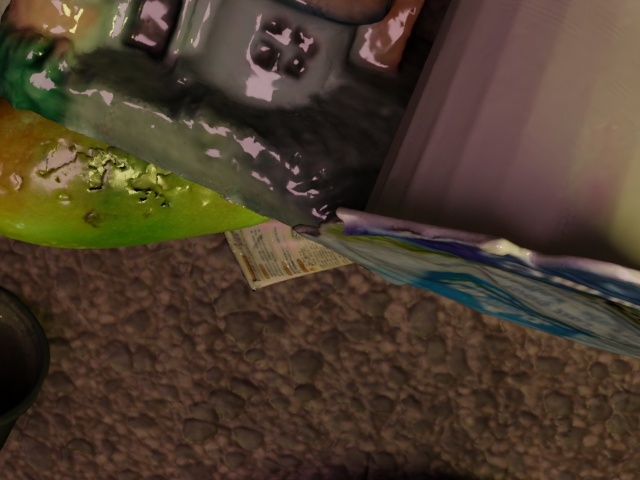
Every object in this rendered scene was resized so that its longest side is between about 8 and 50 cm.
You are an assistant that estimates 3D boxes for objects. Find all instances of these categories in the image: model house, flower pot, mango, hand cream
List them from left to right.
[{"bbox_3d":[-0.291,0.112,1.129,0.157,0.157,0.107,24,132,0],"label":"flower pot"},{"bbox_3d":[-0.130,-0.051,1.005,0.233,0.125,0.111,2,75,-10],"label":"mango"},{"bbox_3d":[-0.021,-0.207,0.882,0.267,0.194,0.325,23,115,1],"label":"model house"},{"bbox_3d":[0.000,0.000,1.069,0.143,0.039,0.061,-10,121,27],"label":"hand cream"}]

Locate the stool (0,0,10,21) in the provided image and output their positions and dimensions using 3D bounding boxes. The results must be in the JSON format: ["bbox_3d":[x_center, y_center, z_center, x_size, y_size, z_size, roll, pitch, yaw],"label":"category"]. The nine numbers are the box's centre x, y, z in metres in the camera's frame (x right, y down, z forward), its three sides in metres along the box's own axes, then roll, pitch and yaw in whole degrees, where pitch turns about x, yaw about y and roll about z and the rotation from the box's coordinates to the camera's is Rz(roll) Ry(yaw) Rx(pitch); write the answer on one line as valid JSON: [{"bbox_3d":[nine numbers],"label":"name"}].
[{"bbox_3d":[-0.311,-0.151,0.966,0.195,0.199,0.195,-6,114,13],"label":"stool"}]

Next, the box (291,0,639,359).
[{"bbox_3d":[0.139,-0.062,0.757,0.262,0.291,0.206,18,82,0],"label":"box"}]
